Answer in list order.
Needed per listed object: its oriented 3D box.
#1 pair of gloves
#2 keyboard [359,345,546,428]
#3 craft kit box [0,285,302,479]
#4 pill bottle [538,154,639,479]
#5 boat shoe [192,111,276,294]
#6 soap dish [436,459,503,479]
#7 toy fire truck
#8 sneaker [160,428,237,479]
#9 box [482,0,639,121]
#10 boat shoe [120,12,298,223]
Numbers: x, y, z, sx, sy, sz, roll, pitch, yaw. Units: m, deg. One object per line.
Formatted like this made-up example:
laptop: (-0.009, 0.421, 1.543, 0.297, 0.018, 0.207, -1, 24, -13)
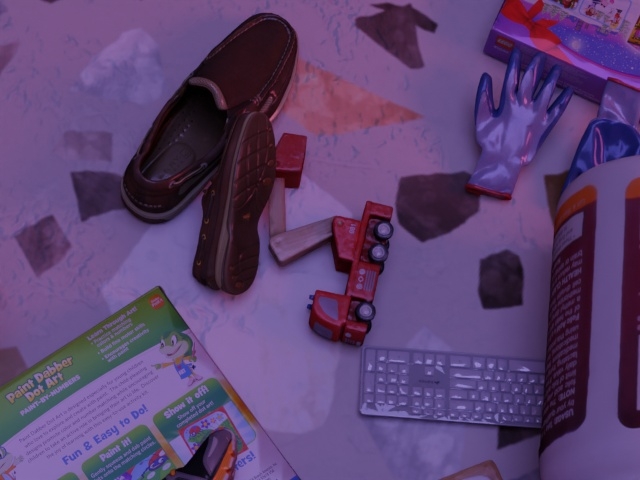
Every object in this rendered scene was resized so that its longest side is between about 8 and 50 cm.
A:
pair of gloves: (0.244, -0.098, 1.916, 0.198, 0.023, 0.159, 18, 91, 1)
keyboard: (0.165, 0.144, 1.845, 0.256, 0.014, 0.072, 5, 68, -3)
craft kit box: (-0.183, 0.208, 1.770, 0.250, 0.061, 0.247, -33, 77, -16)
pill bottle: (0.312, 0.139, 1.726, 0.224, 0.224, 0.392, 8, 62, -1)
boat shoe: (-0.089, -0.039, 1.849, 0.060, 0.064, 0.178, 9, 89, 34)
soap dish: (0.066, 0.355, 1.698, 0.290, 0.118, 0.229, -20, 72, -12)
toy fire truck: (0.000, 0.000, 1.869, 0.135, 0.047, 0.192, 13, 69, 1)
sneaker: (-0.144, 0.251, 1.686, 0.083, 0.084, 0.215, 29, 70, 12)
box: (0.341, -0.226, 1.980, 0.293, 0.057, 0.201, 25, 68, 5)
boat shoe: (-0.100, -0.131, 1.886, 0.095, 0.095, 0.257, 30, 69, 7)
